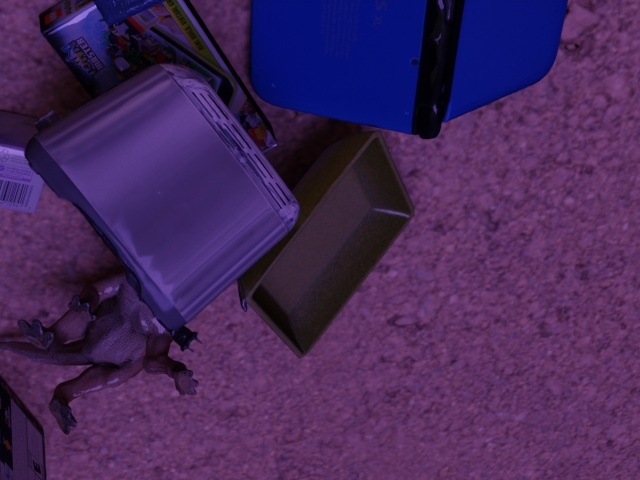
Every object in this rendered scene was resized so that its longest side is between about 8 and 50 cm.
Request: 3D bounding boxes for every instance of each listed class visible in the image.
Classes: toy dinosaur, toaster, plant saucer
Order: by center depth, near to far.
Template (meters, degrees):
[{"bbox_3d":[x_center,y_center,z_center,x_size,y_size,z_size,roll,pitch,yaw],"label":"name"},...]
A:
[{"bbox_3d":[-0.119,-0.035,0.946,0.146,0.129,0.227,-39,102,-8],"label":"toaster"},{"bbox_3d":[0.000,0.000,1.083,0.188,0.045,0.188,-52,155,-9],"label":"plant saucer"},{"bbox_3d":[-0.164,0.068,1.111,0.296,0.200,0.127,-26,102,33],"label":"toy dinosaur"}]

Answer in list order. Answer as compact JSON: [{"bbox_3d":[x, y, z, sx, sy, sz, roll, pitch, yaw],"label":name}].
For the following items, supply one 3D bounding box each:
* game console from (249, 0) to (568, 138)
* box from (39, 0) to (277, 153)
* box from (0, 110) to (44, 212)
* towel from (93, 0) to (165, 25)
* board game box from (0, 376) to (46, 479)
[{"bbox_3d":[0.086,-0.254,0.993,0.250,0.173,0.293,13,127,12],"label":"game console"},{"bbox_3d":[-0.134,-0.135,1.010,0.114,0.036,0.207,-29,129,7],"label":"box"},{"bbox_3d":[-0.382,-0.091,0.951,0.324,0.063,0.067,10,121,-23],"label":"box"},{"bbox_3d":[-0.163,-0.230,0.905,0.067,0.029,0.119,-25,105,6],"label":"towel"},{"bbox_3d":[-0.375,0.194,1.062,0.141,0.232,0.291,-24,129,2],"label":"board game box"}]
